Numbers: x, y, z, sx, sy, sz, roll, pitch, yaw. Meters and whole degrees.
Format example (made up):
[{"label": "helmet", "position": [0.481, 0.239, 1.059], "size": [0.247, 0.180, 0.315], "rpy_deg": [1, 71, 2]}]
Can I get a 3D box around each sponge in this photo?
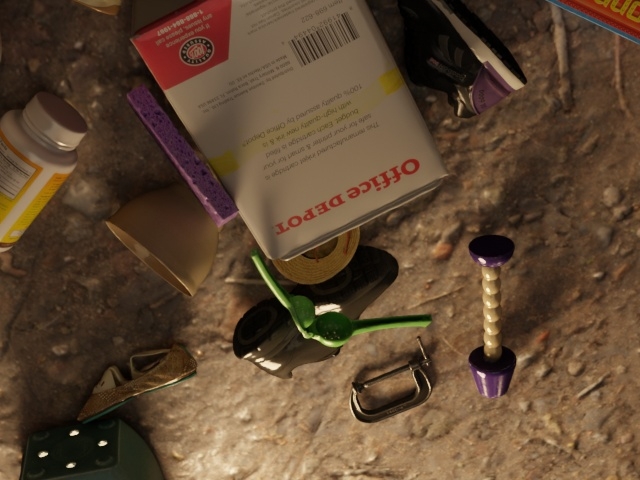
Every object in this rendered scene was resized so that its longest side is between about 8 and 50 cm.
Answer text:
[{"label": "sponge", "position": [-0.184, -0.111, 1.685], "size": [0.031, 0.117, 0.210], "rpy_deg": [-36, 91, -7]}]

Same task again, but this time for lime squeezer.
[{"label": "lime squeezer", "position": [0.005, 0.102, 1.790], "size": [0.310, 0.058, 0.110], "rpy_deg": [23, 143, -29]}]

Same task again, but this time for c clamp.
[{"label": "c clamp", "position": [0.113, 0.231, 2.049], "size": [0.161, 0.022, 0.137], "rpy_deg": [-27, 126, 5]}]

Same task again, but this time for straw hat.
[{"label": "straw hat", "position": [0.000, 0.000, 1.862], "size": [0.144, 0.144, 0.061], "rpy_deg": [-38, 162, 13]}]

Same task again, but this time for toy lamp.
[{"label": "toy lamp", "position": [0.268, 0.124, 1.978], "size": [0.080, 0.080, 0.274], "rpy_deg": [-7, 119, -5]}]

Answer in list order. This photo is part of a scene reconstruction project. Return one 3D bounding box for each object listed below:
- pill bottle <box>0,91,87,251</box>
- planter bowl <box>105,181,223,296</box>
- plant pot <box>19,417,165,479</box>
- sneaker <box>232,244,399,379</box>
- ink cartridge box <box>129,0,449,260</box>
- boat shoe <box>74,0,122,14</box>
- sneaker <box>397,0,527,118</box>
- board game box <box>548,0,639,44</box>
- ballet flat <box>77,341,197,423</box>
[{"label": "pill bottle", "position": [-0.409, -0.095, 1.707], "size": [0.117, 0.117, 0.215], "rpy_deg": [33, 110, -25]}, {"label": "planter bowl", "position": [-0.206, -0.012, 1.782], "size": [0.109, 0.162, 0.162], "rpy_deg": [-49, 120, -12]}, {"label": "plant pot", "position": [-0.358, 0.424, 1.962], "size": [0.247, 0.248, 0.252], "rpy_deg": [-9, 114, -4]}, {"label": "sneaker", "position": [0.007, 0.111, 1.921], "size": [0.286, 0.109, 0.130], "rpy_deg": [-32, 129, 19]}, {"label": "ink cartridge box", "position": [-0.038, -0.202, 1.679], "size": [0.279, 0.160, 0.384], "rpy_deg": [-25, 121, 7]}, {"label": "boat shoe", "position": [-0.373, -0.380, 1.557], "size": [0.302, 0.109, 0.098], "rpy_deg": [22, 103, -20]}, {"label": "sneaker", "position": [0.151, -0.269, 1.709], "size": [0.124, 0.107, 0.283], "rpy_deg": [-37, 120, 19]}, {"label": "board game box", "position": [0.406, -0.437, 1.657], "size": [0.308, 0.086, 0.302], "rpy_deg": [20, 115, -20]}, {"label": "ballet flat", "position": [-0.291, 0.214, 1.952], "size": [0.206, 0.073, 0.067], "rpy_deg": [-25, 94, 3]}]
